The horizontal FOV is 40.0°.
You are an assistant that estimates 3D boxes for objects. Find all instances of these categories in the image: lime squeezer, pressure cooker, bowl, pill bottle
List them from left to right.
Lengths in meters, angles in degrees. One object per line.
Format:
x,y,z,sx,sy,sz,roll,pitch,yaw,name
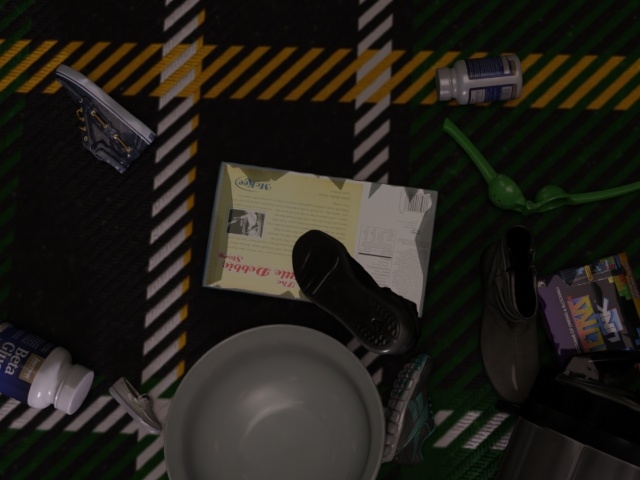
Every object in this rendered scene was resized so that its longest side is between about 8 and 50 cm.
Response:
-0.417,0.184,1.261,0.169,0.094,0.094,23,84,4,pill bottle
-0.053,0.275,1.200,0.298,0.134,0.298,-4,63,8,bowl
0.234,-0.237,1.307,0.120,0.067,0.067,-5,83,1,pill bottle
0.317,-0.083,1.301,0.310,0.059,0.110,18,54,5,lime squeezer
0.392,0.348,1.068,0.370,0.375,0.420,22,86,-4,pressure cooker

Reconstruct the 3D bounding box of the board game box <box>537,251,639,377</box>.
0.394,0.117,1.267,0.141,0.048,0.170,-17,83,-1,board game box

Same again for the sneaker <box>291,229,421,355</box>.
0.053,0.079,1.214,0.087,0.130,0.227,-50,58,4,sneaker

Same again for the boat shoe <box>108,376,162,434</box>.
-0.263,0.239,1.281,0.100,0.035,0.035,42,89,13,boat shoe

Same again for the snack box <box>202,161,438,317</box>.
0.000,0.000,1.287,0.322,0.060,0.187,8,85,3,snack box

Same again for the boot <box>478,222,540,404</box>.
0.266,0.107,1.215,0.083,0.161,0.246,-7,83,1,boot

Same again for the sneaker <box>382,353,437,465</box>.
0.136,0.246,1.262,0.076,0.065,0.166,21,87,-12,sneaker

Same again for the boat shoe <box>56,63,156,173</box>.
-0.342,-0.183,1.319,0.183,0.065,0.083,38,84,5,boat shoe
